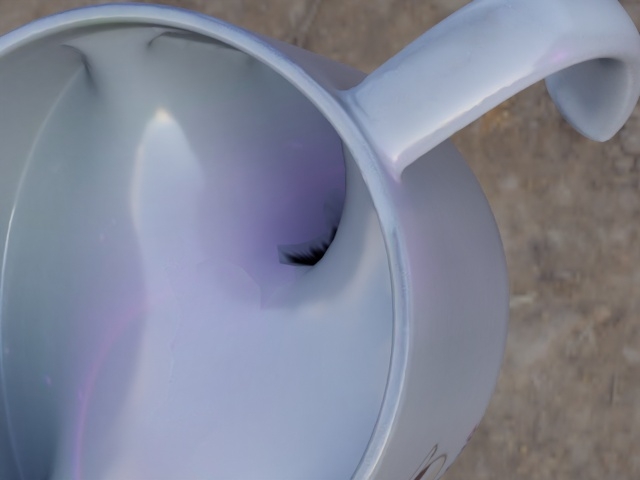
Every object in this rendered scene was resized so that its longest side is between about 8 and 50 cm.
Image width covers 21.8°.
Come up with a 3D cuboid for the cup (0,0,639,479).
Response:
[{"bbox_3d":[-0.012,-0.002,0.415,0.134,0.142,0.173,27,100,19],"label":"cup"}]
